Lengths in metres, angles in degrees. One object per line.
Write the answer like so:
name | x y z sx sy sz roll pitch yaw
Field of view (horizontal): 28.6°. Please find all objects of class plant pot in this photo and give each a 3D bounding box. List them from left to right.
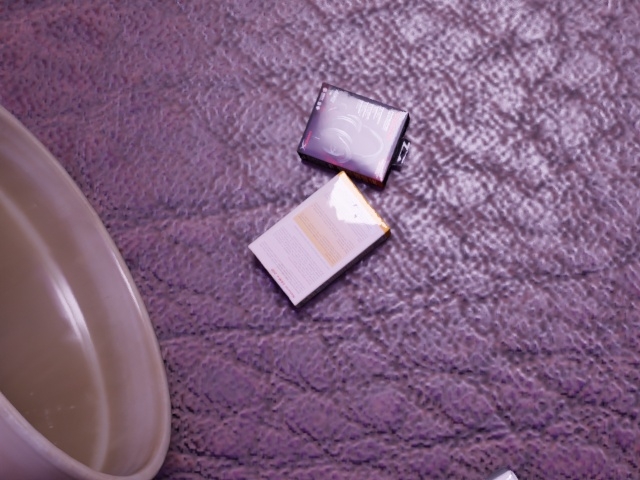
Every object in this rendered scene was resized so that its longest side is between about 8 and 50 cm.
plant pot | -0.308 0.088 0.903 0.280 0.323 0.323 -29 81 12

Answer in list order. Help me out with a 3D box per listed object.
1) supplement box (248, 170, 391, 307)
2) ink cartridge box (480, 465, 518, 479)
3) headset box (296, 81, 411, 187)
supplement box | 0.000 0.000 1.008 0.098 0.036 0.062 -38 82 0
ink cartridge box | 0.073 0.257 0.911 0.212 0.154 0.093 -32 80 2
headset box | 0.031 -0.084 1.018 0.083 0.032 0.062 21 85 9
